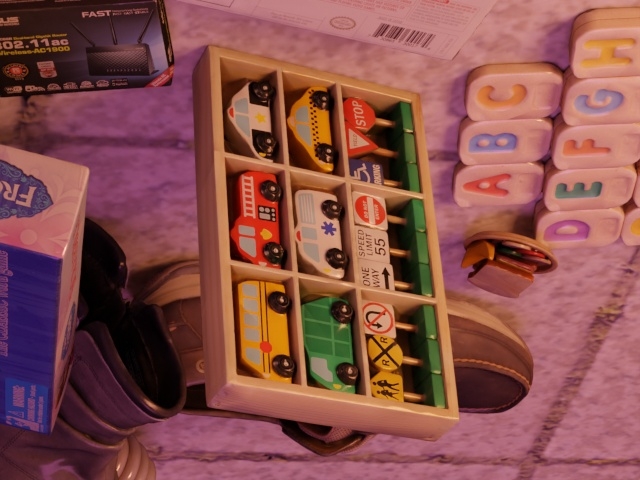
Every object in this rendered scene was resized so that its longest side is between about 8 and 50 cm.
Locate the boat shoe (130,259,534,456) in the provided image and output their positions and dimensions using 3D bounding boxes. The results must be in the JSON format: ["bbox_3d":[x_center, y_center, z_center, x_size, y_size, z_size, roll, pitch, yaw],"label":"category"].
[{"bbox_3d":[0.011,0.117,1.637,0.355,0.130,0.132,8,145,-18],"label":"boat shoe"}]

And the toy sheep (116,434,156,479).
[{"bbox_3d":[-0.196,0.212,1.805,0.091,0.091,0.132,-26,136,30],"label":"toy sheep"}]

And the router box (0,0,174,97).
[{"bbox_3d":[-0.162,-0.140,1.307,0.122,0.038,0.092,-5,146,1],"label":"router box"}]

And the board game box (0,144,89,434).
[{"bbox_3d":[-0.311,0.008,1.246,0.318,0.066,0.319,14,154,-2],"label":"board game box"}]

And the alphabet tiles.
[{"bbox_3d":[0.241,-0.077,1.465,0.277,0.021,0.284,-2,148,-3],"label":"alphabet tiles"}]

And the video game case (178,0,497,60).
[{"bbox_3d":[0.023,-0.207,1.220,0.232,0.042,0.210,10,145,-20],"label":"video game case"}]

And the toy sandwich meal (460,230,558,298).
[{"bbox_3d":[0.149,0.019,1.575,0.085,0.029,0.085,13,162,4],"label":"toy sandwich meal"}]

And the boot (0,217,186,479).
[{"bbox_3d":[-0.180,0.167,1.546,0.222,0.338,0.118,-31,-179,39],"label":"boot"}]

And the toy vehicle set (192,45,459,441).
[{"bbox_3d":[0.000,0.000,1.331,0.166,0.267,0.035,10,145,-23],"label":"toy vehicle set"}]
